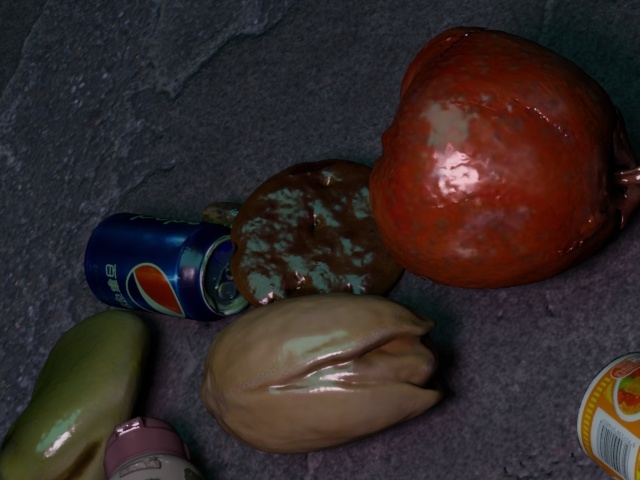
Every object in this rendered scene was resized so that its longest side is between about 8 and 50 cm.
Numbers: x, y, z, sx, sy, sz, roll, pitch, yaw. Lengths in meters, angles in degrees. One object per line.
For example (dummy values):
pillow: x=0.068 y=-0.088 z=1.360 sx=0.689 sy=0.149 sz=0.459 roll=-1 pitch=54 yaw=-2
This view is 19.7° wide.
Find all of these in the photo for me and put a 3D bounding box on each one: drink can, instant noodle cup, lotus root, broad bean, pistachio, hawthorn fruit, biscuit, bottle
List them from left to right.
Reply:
broad bean: x=-0.279 y=0.185 z=2.119 sx=0.189 sy=0.121 sz=0.263 roll=-25 pitch=42 yaw=43
bottle: x=-0.169 y=0.297 z=1.955 sx=0.120 sy=0.120 sz=0.253 roll=-34 pitch=43 yaw=14
drink can: x=-0.175 y=0.031 z=2.157 sx=0.205 sy=0.118 sz=0.118 roll=5 pitch=63 yaw=41
lotus root: x=-0.102 y=-0.018 z=2.182 sx=0.099 sy=0.049 sz=0.054 roll=10 pitch=87 yaw=41
pistachio: x=-0.007 y=0.137 z=1.919 sx=0.293 sy=0.181 sz=0.162 roll=-16 pitch=88 yaw=33
biscuit: x=0.000 y=0.000 z=2.051 sx=0.212 sy=0.036 sz=0.212 roll=-5 pitch=63 yaw=10
hawthorn fruit: x=0.205 y=-0.074 z=1.844 sx=0.307 sy=0.276 sz=0.276 roll=11 pitch=66 yaw=26
instant noodle cup: x=0.328 y=0.185 z=1.632 sx=0.168 sy=0.168 sz=0.185 roll=-51 pitch=35 yaw=-4
